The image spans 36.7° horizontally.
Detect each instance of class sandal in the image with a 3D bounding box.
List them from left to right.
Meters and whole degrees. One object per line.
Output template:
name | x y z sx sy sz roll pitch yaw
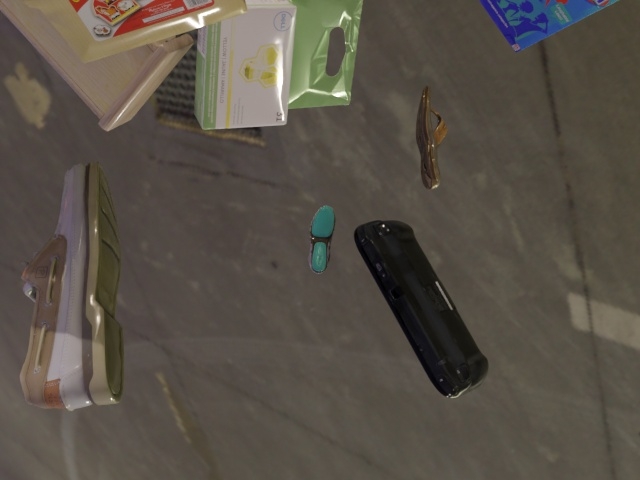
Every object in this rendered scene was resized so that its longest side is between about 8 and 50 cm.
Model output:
sandal | 0.191 -0.171 1.620 0.072 0.049 0.180 107 159 -71

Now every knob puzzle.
knob puzzle | -0.175 -0.251 0.852 0.213 0.213 0.030 107 156 -56

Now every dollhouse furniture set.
dollhouse furniture set | -0.249 -0.368 1.444 0.256 0.394 0.362 48 125 -1

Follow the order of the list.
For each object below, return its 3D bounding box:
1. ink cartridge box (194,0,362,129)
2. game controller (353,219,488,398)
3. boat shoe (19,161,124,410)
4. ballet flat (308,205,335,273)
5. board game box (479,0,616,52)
ink cartridge box | -0.049 -0.242 1.295 0.056 0.235 0.171 -124 34 -52
game controller | 0.167 0.104 1.578 0.067 0.166 0.319 -33 76 22
boat shoe | -0.285 0.043 1.091 0.113 0.103 0.302 79 -177 -59
ballet flat | 0.000 0.000 1.581 0.041 0.114 0.041 8 168 2
board game box | 0.305 -0.366 1.308 0.160 0.047 0.210 51 144 -12
